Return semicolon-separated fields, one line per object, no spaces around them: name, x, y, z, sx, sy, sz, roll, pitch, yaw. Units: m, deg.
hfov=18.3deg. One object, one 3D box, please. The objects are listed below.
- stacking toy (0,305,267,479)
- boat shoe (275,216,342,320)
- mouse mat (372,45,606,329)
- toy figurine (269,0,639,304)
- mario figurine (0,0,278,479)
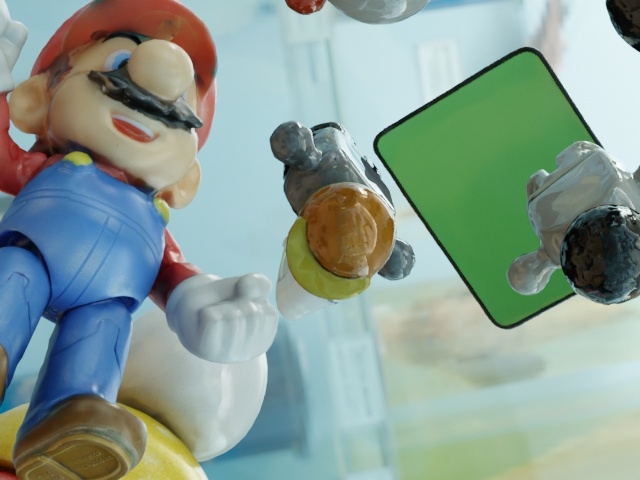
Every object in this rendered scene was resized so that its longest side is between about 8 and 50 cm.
stacking toy;-0.175;0.230;1.368;0.350;0.480;0.350;27;-30;17
boat shoe;0.000;0.000;1.717;0.083;0.076;0.226;54;18;-9
mouse mat;0.147;-0.036;1.498;0.189;0.152;0.007;55;22;-11
toy figurine;0.082;-0.072;0.959;0.148;0.213;0.209;-101;-161;-71
mario figurine;-0.123;-0.032;1.113;0.198;0.170;0.320;60;31;-43
